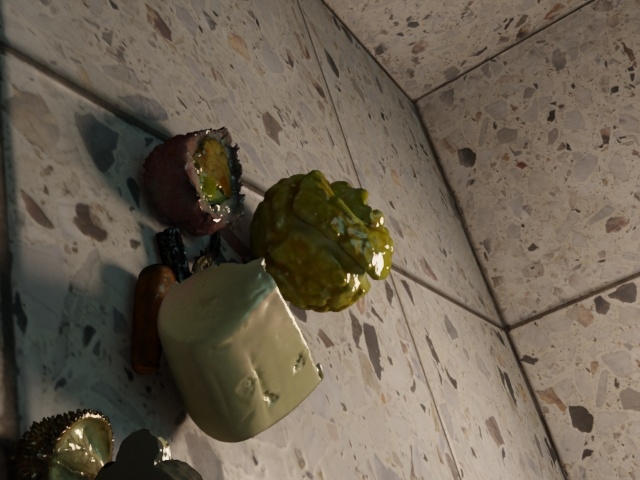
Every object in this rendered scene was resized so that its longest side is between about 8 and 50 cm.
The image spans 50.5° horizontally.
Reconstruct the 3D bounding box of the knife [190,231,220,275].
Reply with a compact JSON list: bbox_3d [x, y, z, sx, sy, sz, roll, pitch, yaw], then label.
[{"bbox_3d":[-0.188,0.028,1.114,0.222,0.021,0.046,-84,165,-71],"label":"knife"}]

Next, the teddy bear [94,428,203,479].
[{"bbox_3d":[-0.163,0.326,0.718,0.171,0.144,0.251,-60,148,-27],"label":"teddy bear"}]

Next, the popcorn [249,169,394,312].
[{"bbox_3d":[-0.006,-0.002,1.285,0.282,0.282,0.247,54,29,-21],"label":"popcorn"}]

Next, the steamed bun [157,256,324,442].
[{"bbox_3d":[-0.120,0.133,0.921,0.200,0.170,0.226,-33,126,-32],"label":"steamed bun"}]

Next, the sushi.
[{"bbox_3d":[-0.215,-0.121,1.134,0.161,0.107,0.241,40,36,-50],"label":"sushi"}]

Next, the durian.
[{"bbox_3d":[-0.264,0.217,0.668,0.140,0.070,0.111,72,25,-63],"label":"durian"}]

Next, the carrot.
[{"bbox_3d":[-0.230,0.104,0.922,0.055,0.055,0.162,43,36,-42],"label":"carrot"}]

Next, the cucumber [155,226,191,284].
[{"bbox_3d":[-0.215,0.057,1.031,0.039,0.043,0.163,120,-43,-64],"label":"cucumber"}]
